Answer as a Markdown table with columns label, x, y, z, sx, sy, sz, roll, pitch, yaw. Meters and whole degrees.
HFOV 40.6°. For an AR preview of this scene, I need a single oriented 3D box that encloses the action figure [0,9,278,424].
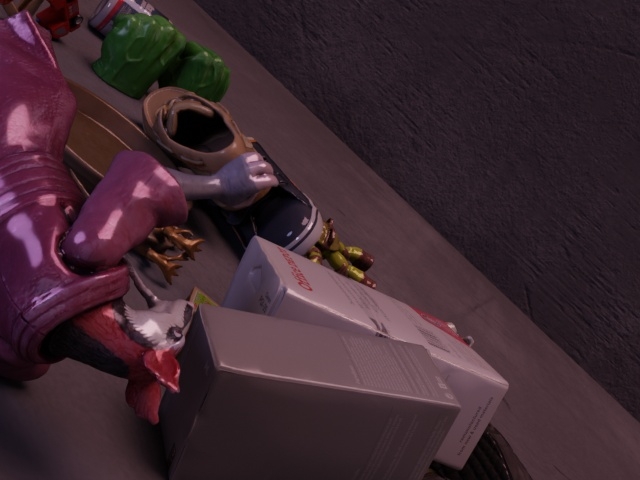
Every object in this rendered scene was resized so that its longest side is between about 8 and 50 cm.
| label | x | y | z | sx | sy | sz | roll | pitch | yaw |
| --- | --- | --- | --- | --- | --- | --- | --- | --- | --- |
| action figure | -0.214 | -0.027 | 0.610 | 0.370 | 0.248 | 0.275 | 46 | 14 | 25 |

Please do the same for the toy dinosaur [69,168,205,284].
| label | x | y | z | sx | sy | sz | roll | pitch | yaw |
| --- | --- | --- | --- | --- | --- | --- | --- | --- | --- |
| toy dinosaur | -0.205 | -0.004 | 1.007 | 0.112 | 0.064 | 0.211 | 29 | -2 | 23 |

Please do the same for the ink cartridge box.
| label | x | y | z | sx | sy | sz | roll | pitch | yaw |
| --- | --- | --- | --- | --- | --- | --- | --- | --- | --- |
| ink cartridge box | 0.037 | 0.121 | 0.983 | 0.282 | 0.117 | 0.207 | 25 | 8 | -18 |

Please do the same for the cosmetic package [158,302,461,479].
| label | x | y | z | sx | sy | sz | roll | pitch | yaw |
| --- | --- | --- | --- | --- | --- | --- | --- | --- | --- |
| cosmetic package | -0.012 | 0.149 | 0.766 | 0.237 | 0.127 | 0.107 | 17 | 23 | -22 |

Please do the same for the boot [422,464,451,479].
| label | x | y | z | sx | sy | sz | roll | pitch | yaw |
| --- | --- | --- | --- | --- | --- | --- | --- | --- | --- |
| boot | 0.088 | 0.288 | 0.873 | 0.263 | 0.091 | 0.229 | 37 | 11 | 21 |

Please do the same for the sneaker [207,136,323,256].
| label | x | y | z | sx | sy | sz | roll | pitch | yaw |
| --- | --- | --- | --- | --- | --- | --- | --- | --- | --- |
| sneaker | -0.104 | -0.068 | 1.316 | 0.127 | 0.126 | 0.321 | 48 | -1 | -29 |

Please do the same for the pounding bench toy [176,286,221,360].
| label | x | y | z | sx | sy | sz | roll | pitch | yaw |
| --- | --- | --- | --- | --- | --- | --- | --- | --- | --- |
| pounding bench toy | -0.130 | 0.098 | 0.854 | 0.052 | 0.065 | 0.083 | 41 | 13 | -13 |

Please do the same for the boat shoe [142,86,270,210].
| label | x | y | z | sx | sy | sz | roll | pitch | yaw |
| --- | --- | --- | --- | --- | --- | --- | --- | --- | --- |
| boat shoe | -0.184 | -0.169 | 1.283 | 0.341 | 0.121 | 0.110 | 39 | -18 | 46 |

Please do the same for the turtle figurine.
| label | x | y | z | sx | sy | sz | roll | pitch | yaw |
| --- | --- | --- | --- | --- | --- | --- | --- | --- | --- |
| turtle figurine | 0.000 | 0.000 | 1.488 | 0.217 | 0.087 | 0.269 | 36 | 15 | -26 |

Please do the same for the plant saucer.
| label | x | y | z | sx | sy | sz | roll | pitch | yaw |
| --- | --- | --- | --- | --- | --- | --- | --- | --- | --- |
| plant saucer | -0.287 | -0.121 | 1.140 | 0.278 | 0.041 | 0.278 | 39 | 14 | -12 |

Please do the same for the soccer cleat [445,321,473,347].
| label | x | y | z | sx | sy | sz | roll | pitch | yaw |
| --- | --- | --- | --- | --- | --- | --- | --- | --- | --- |
| soccer cleat | 0.202 | 0.170 | 1.566 | 0.196 | 0.076 | 0.068 | 31 | 18 | -41 |

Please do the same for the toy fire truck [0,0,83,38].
| label | x | y | z | sx | sy | sz | roll | pitch | yaw |
| --- | --- | --- | --- | --- | --- | --- | --- | --- | --- |
| toy fire truck | -0.443 | -0.375 | 1.352 | 0.047 | 0.135 | 0.192 | 45 | -26 | 11 |

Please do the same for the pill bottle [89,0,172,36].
| label | x | y | z | sx | sy | sz | roll | pitch | yaw |
| --- | --- | --- | --- | --- | --- | --- | --- | --- | --- |
| pill bottle | -0.354 | -0.414 | 1.714 | 0.180 | 0.108 | 0.108 | 36 | 15 | -27 |

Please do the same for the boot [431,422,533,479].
| label | x | y | z | sx | sy | sz | roll | pitch | yaw |
| --- | --- | --- | --- | --- | --- | --- | --- | --- | --- |
| boot | 0.223 | 0.312 | 1.129 | 0.222 | 0.118 | 0.338 | 44 | 17 | -30 |

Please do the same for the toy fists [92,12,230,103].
| label | x | y | z | sx | sy | sz | roll | pitch | yaw |
| --- | --- | --- | --- | --- | --- | --- | --- | --- | --- |
| toy fists | -0.274 | -0.313 | 1.553 | 0.279 | 0.142 | 0.096 | 27 | 21 | -51 |
